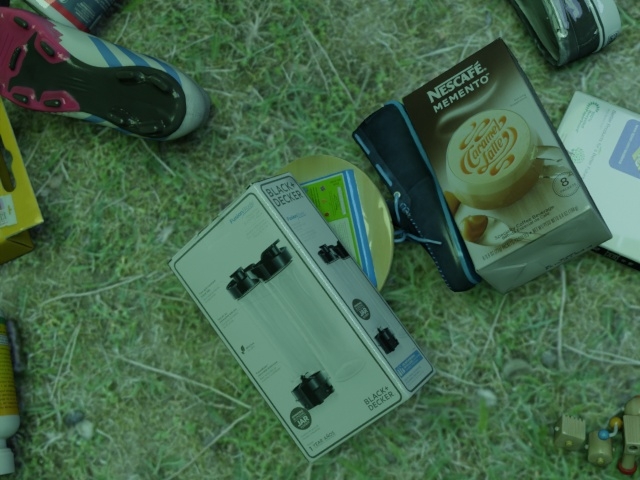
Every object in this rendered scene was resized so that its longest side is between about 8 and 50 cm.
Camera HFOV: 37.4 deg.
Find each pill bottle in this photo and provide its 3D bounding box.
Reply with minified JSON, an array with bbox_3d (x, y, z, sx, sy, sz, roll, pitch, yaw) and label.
[{"bbox_3d":[-0.308,-0.365,1.255,0.108,0.108,0.180,37,87,14],"label":"pill bottle"},{"bbox_3d":[-0.437,0.192,1.168,0.118,0.117,0.208,-14,78,7],"label":"pill bottle"}]

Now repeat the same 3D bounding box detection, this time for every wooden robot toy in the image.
[{"bbox_3d":[0.353,0.214,1.072,0.173,0.076,0.079,4,45,10],"label":"wooden robot toy"}]

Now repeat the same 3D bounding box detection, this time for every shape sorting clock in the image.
[{"bbox_3d":[0.000,0.000,1.138,0.206,0.040,0.206,1,92,31],"label":"shape sorting clock"}]

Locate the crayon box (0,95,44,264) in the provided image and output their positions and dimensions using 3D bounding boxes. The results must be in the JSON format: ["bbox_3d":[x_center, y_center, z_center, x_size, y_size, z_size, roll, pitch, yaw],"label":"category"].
[{"bbox_3d":[-0.519,-0.041,1.243,0.323,0.083,0.203,-23,77,5],"label":"crayon box"}]

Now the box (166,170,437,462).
[{"bbox_3d":[-0.024,0.085,1.081,0.169,0.087,0.290,-41,83,31],"label":"box"}]

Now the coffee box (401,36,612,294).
[{"bbox_3d":[0.206,-0.085,1.072,0.141,0.098,0.246,-31,58,18],"label":"coffee box"}]

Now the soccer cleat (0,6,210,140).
[{"bbox_3d":[-0.295,-0.205,1.209,0.331,0.143,0.116,23,102,13],"label":"soccer cleat"}]

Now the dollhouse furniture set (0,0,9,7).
[{"bbox_3d":[-0.486,-0.372,1.284,0.081,0.114,0.090,2,82,14],"label":"dollhouse furniture set"}]

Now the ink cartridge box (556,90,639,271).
[{"bbox_3d":[0.416,-0.035,1.095,0.333,0.065,0.165,25,85,14],"label":"ink cartridge box"}]

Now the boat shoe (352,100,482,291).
[{"bbox_3d":[0.114,-0.043,1.141,0.089,0.109,0.258,-28,59,15],"label":"boat shoe"}]

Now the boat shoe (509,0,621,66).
[{"bbox_3d":[0.240,-0.350,1.157,0.105,0.113,0.306,-28,85,-11],"label":"boat shoe"}]
